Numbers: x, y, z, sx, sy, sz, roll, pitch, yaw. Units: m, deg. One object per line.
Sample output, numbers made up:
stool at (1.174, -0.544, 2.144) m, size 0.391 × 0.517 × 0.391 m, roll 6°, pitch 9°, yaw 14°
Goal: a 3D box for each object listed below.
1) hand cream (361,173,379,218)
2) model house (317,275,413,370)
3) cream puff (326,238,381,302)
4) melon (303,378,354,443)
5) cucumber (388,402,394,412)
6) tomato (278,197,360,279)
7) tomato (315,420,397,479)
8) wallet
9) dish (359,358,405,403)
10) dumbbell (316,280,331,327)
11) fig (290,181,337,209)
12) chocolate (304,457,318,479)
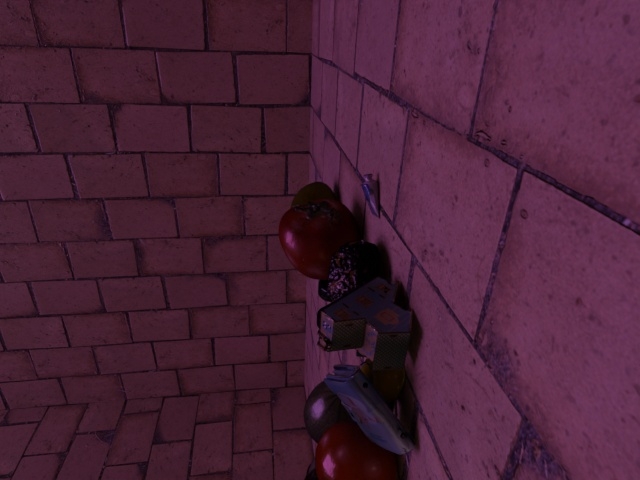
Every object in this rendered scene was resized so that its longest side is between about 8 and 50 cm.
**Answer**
hand cream at (0.163, -0.144, 1.362) m, size 0.084 × 0.053 × 0.142 m, roll -123°, pitch 22°, yaw -73°
model house at (0.146, 0.237, 1.106) m, size 0.206 × 0.271 × 0.178 m, roll 30°, pitch 128°, yaw 37°
cream puff at (0.106, 0.115, 1.334) m, size 0.239 × 0.165 × 0.239 m, roll 4°, pitch -90°, yaw -87°
melon at (0.055, 0.656, 1.619) m, size 0.237 × 0.237 × 0.302 m, roll -101°, pitch 17°, yaw -47°
cucumber at (0.203, 0.452, 1.252) m, size 0.036 × 0.033 × 0.184 m, roll -13°, pitch 75°, yaw 59°
tomato at (0.000, 0.000, 1.628) m, size 0.321 × 0.321 × 0.321 m, roll 178°, pitch 90°, yaw -82°
tomato at (0.106, 0.662, 1.261) m, size 0.256 × 0.256 × 0.224 m, roll 124°, pitch 159°, yaw -76°
wallet at (0.127, 0.445, 1.130) m, size 0.250 × 0.075 × 0.176 m, roll 53°, pitch 153°, yaw -4°
dish at (0.162, 0.389, 1.212) m, size 0.208 × 0.080 × 0.149 m, roll 113°, pitch 149°, yaw -41°
dumbbell at (0.062, 0.268, 1.780) m, size 0.152 × 0.152 × 0.218 m, roll -108°, pitch 18°, yaw -62°
fig at (-0.027, -0.168, 2.062) m, size 0.239 × 0.239 × 0.271 m, roll 100°, pitch 179°, yaw -56°
chocolate at (0.057, 0.870, 1.523) m, size 0.186 × 0.283 × 0.283 m, roll -92°, pitch 4°, yaw -57°
